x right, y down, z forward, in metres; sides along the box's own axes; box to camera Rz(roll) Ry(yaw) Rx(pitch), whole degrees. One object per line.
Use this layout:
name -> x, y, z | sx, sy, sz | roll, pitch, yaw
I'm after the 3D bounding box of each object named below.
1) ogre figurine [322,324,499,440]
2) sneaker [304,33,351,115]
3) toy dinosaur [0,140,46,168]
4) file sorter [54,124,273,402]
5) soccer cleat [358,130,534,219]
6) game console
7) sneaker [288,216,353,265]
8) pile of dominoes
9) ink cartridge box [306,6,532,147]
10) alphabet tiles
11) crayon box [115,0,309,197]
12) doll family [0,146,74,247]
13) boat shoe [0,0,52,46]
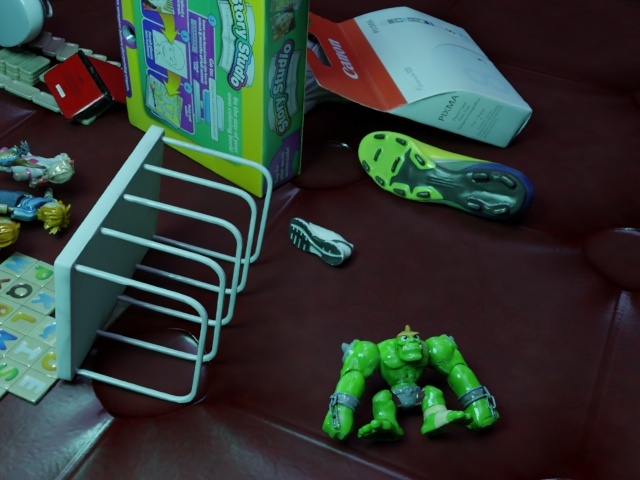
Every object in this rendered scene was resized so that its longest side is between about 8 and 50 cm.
ogre figurine -> 0.097, 0.167, 0.957 | 0.197, 0.097, 0.118 | -12, 58, 4
sneaker -> 0.006, -0.310, 1.486 | 0.297, 0.129, 0.111 | -27, 47, -33
toy dinosaur -> -0.435, -0.105, 1.123 | 0.082, 0.090, 0.047 | -26, 30, 17
file sorter -> -0.183, 0.030, 1.013 | 0.173, 0.192, 0.277 | 16, 41, 3
soccer cleat -> 0.194, -0.099, 1.302 | 0.289, 0.093, 0.121 | 21, 12, 26
game console -> -0.398, -0.261, 1.461 | 0.124, 0.085, 0.144 | -35, 54, -3
sneaker -> 0.000, 0.000, 1.191 | 0.109, 0.040, 0.044 | 35, 32, 27
pile of dominoes -> -0.472, -0.291, 1.514 | 0.251, 0.040, 0.196 | 24, 43, 11
ink cartridge box -> 0.139, -0.319, 1.426 | 0.385, 0.091, 0.308 | 13, 35, -29
alphabet tiles -> -0.385, 0.113, 1.041 | 0.198, 0.009, 0.237 | 19, 42, 17
crayon box -> -0.169, -0.292, 1.266 | 0.313, 0.362, 0.106 | 29, 46, 27
doll family -> -0.448, -0.048, 1.171 | 0.163, 0.118, 0.263 | 13, 22, 20
boat shoe -> -0.573, -0.437, 1.548 | 0.156, 0.135, 0.367 | -32, 27, -36
